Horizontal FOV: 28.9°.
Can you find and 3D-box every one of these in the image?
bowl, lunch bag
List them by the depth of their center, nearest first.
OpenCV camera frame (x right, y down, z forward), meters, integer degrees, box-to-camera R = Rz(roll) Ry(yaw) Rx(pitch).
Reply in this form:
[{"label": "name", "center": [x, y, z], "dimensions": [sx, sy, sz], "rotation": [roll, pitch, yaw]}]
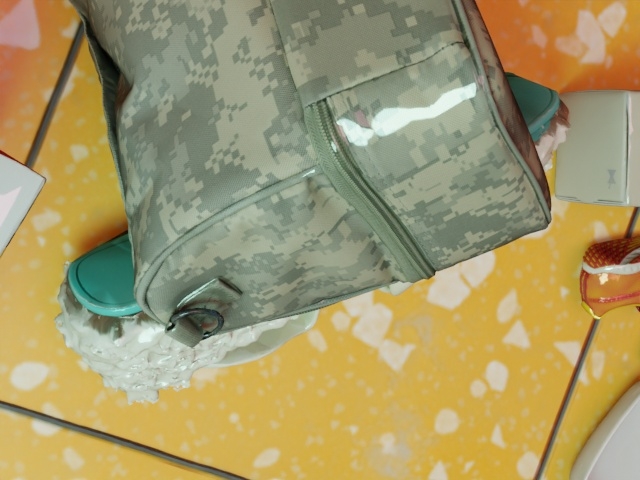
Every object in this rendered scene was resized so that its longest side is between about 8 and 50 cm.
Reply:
[{"label": "lunch bag", "center": [-0.025, -0.110, 0.786], "dimensions": [0.256, 0.212, 0.305], "rotation": [-22, 61, 10]}, {"label": "bowl", "center": [0.288, 0.198, 1.081], "dimensions": [0.142, 0.053, 0.142], "rotation": [42, 82, -19]}]

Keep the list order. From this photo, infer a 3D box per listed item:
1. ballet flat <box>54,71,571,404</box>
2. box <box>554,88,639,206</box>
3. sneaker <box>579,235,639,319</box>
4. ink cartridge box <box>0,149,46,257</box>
[{"label": "ballet flat", "center": [0.000, 0.000, 0.932], "dimensions": [0.409, 0.147, 0.147], "rotation": [-23, 103, -14]}, {"label": "box", "center": [0.342, -0.077, 1.044], "dimensions": [0.275, 0.113, 0.094], "rotation": [-1, 95, -22]}, {"label": "sneaker", "center": [0.299, 0.028, 1.074], "dimensions": [0.175, 0.064, 0.067], "rotation": [-7, 118, -14]}, {"label": "ink cartridge box", "center": [-0.266, -0.018, 0.716], "dimensions": [0.130, 0.309, 0.272], "rotation": [32, 84, -20]}]
